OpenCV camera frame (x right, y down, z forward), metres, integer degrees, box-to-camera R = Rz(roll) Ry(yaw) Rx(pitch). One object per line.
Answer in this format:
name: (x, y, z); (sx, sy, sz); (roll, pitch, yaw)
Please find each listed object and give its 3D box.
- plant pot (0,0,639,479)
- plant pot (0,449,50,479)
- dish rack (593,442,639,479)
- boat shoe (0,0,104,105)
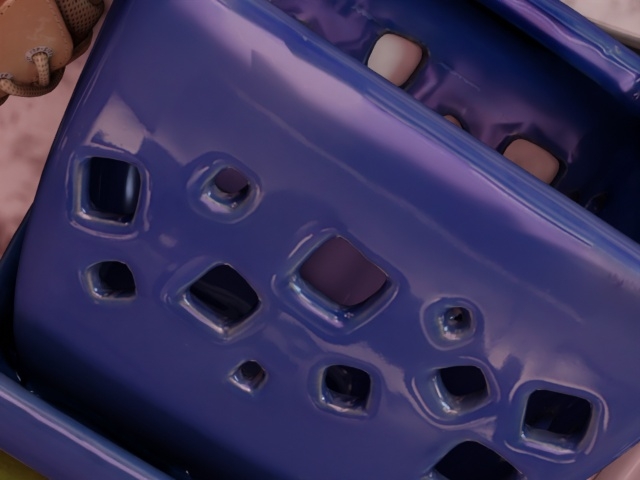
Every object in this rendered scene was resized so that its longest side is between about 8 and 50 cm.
plant pot: (0.000, 0.000, 0.713); (0.236, 0.236, 0.212); (31, 114, -9)
plant pot: (-0.067, 0.205, 0.781); (0.293, 0.275, 0.275); (5, 109, -17)
dish rack: (0.216, 0.146, 0.741); (0.072, 0.285, 0.333); (26, 109, -28)
boat shoe: (-0.146, -0.100, 0.735); (0.116, 0.123, 0.324); (27, 109, -10)
